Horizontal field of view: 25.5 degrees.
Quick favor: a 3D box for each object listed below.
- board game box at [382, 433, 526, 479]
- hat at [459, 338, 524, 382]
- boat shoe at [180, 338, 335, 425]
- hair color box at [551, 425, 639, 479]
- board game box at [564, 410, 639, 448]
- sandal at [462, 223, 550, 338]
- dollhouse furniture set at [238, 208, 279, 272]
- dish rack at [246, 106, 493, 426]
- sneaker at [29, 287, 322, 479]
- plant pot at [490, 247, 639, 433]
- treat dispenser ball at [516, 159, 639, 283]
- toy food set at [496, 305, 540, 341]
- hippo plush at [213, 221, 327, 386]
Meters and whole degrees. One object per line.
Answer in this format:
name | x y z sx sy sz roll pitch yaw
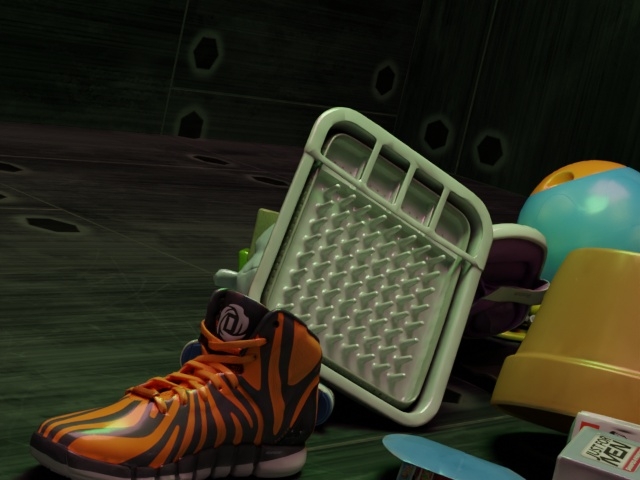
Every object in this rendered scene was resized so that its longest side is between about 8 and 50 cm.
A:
board game box | 0.140 0.248 1.471 0.168 0.033 0.133 19 6 8
hat | 0.369 0.153 1.987 0.331 0.134 0.331 13 11 -2
boat shoe | -0.072 0.162 1.610 0.183 0.066 0.066 24 7 6
hair color box | 0.342 0.290 1.048 0.374 0.185 0.113 16 11 20
board game box | 0.352 0.236 1.476 0.192 0.053 0.305 15 -9 11
sandal | 0.256 0.080 2.010 0.169 0.102 0.416 -20 -21 5
dollhouse furniture set | 0.000 0.000 2.307 0.197 0.151 0.301 15 10 10
dish rack | 0.052 0.036 1.704 0.285 0.333 0.072 33 -32 -22
sneaker | -0.126 0.132 1.343 0.124 0.180 0.321 21 13 41
plant pot | 0.363 0.133 1.654 0.290 0.204 0.291 15 -10 3
treat dispenser ball | 0.495 0.000 2.545 0.288 0.288 0.288 12 10 -2
toy food set | 0.302 0.113 2.291 0.217 0.071 0.128 9 11 -17
hippo plush | 0.004 0.076 1.872 0.234 0.294 0.236 38 -26 -22
